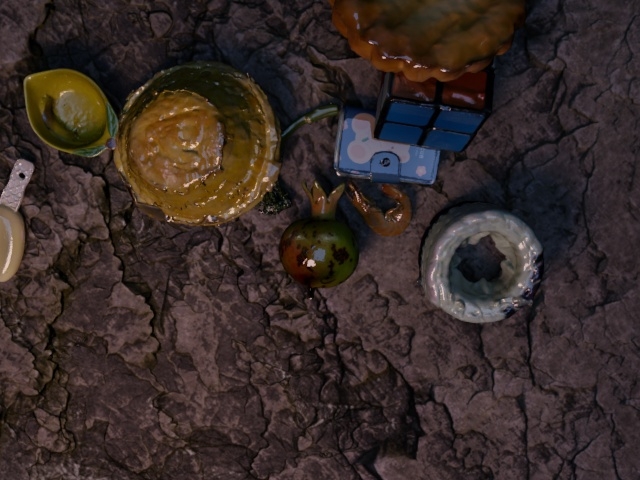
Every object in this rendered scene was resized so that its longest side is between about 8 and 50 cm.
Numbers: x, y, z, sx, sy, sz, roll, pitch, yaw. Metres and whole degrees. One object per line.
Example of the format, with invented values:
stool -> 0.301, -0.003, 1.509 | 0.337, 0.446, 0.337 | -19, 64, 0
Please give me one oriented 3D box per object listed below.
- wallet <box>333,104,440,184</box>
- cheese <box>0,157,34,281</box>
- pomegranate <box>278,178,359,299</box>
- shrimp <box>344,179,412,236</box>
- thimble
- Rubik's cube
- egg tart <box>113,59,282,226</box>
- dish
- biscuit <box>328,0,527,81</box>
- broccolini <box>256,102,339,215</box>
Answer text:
wallet -> 0.129, -0.179, 1.273 | 0.202, 0.059, 0.141 | 7, 94, -2
cheese -> -0.630, -0.047, 1.311 | 0.127, 0.054, 0.251 | 25, 100, -7
pomegranate -> -0.004, -0.009, 1.259 | 0.156, 0.156, 0.220 | -3, 106, 1
shrimp -> 0.118, -0.070, 1.284 | 0.095, 0.045, 0.162 | -30, 120, 25
thimble -> 0.298, 0.043, 1.267 | 0.237, 0.150, 0.237 | 0, 102, 2
Rubik's cube -> 0.200, -0.277, 1.170 | 0.183, 0.167, 0.180 | 7, 75, -3
egg tart -> -0.241, -0.177, 1.218 | 0.341, 0.132, 0.341 | 1, 95, 12
dish -> -0.462, -0.241, 1.257 | 0.208, 0.080, 0.149 | 40, 97, -5
biscuit -> 0.169, -0.395, 1.061 | 0.326, 0.107, 0.325 | 0, 74, 0
broccolini -> -0.051, -0.153, 1.284 | 0.271, 0.062, 0.123 | -43, 104, 6
